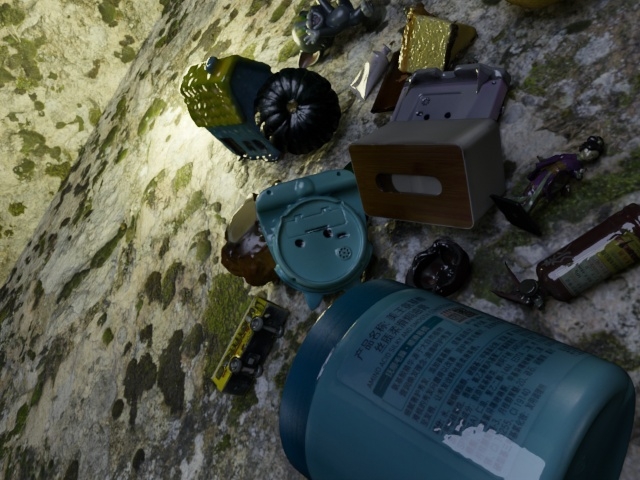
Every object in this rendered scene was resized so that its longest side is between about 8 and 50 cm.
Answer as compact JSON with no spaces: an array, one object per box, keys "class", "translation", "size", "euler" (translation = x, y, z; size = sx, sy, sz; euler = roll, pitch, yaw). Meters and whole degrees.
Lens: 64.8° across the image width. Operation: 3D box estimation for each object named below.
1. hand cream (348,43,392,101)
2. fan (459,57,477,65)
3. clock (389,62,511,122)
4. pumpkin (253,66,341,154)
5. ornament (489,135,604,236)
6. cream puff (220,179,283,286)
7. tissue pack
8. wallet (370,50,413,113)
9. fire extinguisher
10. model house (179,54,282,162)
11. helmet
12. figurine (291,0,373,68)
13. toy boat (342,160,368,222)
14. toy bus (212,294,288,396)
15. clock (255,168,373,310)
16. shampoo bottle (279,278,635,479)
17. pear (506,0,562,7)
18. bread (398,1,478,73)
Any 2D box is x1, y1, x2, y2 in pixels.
[{"class":"hand cream","translation":[0.131,-0.431,1.287],"size":[0.142,0.053,0.084],"euler":[-56,42,25]},{"class":"fan","translation":[0.313,-0.367,1.115],"size":[0.083,0.004,0.056],"euler":[-33,51,24]},{"class":"clock","translation":[0.256,-0.268,1.058],"size":[0.253,0.083,0.186],"euler":[11,76,43]},{"class":"pumpkin","translation":[-0.059,-0.326,1.276],"size":[0.221,0.162,0.220],"euler":[1,96,8]},{"class":"ornament","translation":[0.399,-0.104,0.847],"size":[0.203,0.088,0.081],"euler":[-40,24,7]},{"class":"cream puff","translation":[-0.124,-0.009,1.199],"size":[0.269,0.155,0.241],"euler":[-38,49,17]},{"class":"tissue pack","translation":[0.200,-0.133,0.952],"size":[0.246,0.159,0.136],"euler":[10,36,44]},{"class":"wallet","translation":[0.188,-0.384,1.217],"size":[0.095,0.026,0.176],"euler":[6,68,42]},{"class":"fire extinguisher","translation":[0.392,0.038,0.795],"size":[0.252,0.075,0.106],"euler":[-39,20,21]},{"class":"model house","translation":[-0.229,-0.390,1.402],"size":[0.237,0.303,0.215],"euler":[10,68,44]},{"class":"helmet","translation":[0.222,0.060,0.921],"size":[0.123,0.070,0.098],"euler":[-48,39,20]},{"class":"figurine","translation":[0.024,-0.622,1.414],"size":[0.265,0.140,0.193],"euler":[-12,83,22]},{"class":"toy boat","translation":[0.076,-0.105,1.148],"size":[0.104,0.052,0.210],"euler":[10,74,27]},{"class":"toy bus","translation":[-0.157,0.242,1.152],"size":[0.074,0.081,0.226],"euler":[25,89,50]},{"class":"clock","translation":[0.000,0.000,1.052],"size":[0.224,0.094,0.274],"euler":[-17,82,-1]},{"class":"shampoo bottle","translation":[0.178,0.253,0.673],"size":[0.343,0.331,0.331],"euler":[18,80,44]},{"class":"pear","translation":[0.439,-0.589,0.977],"size":[0.271,0.271,0.271],"euler":[-20,56,32]},{"class":"bread","translation":[0.257,-0.445,1.148],"size":[0.147,0.127,0.152],"euler":[36,119,38]}]
